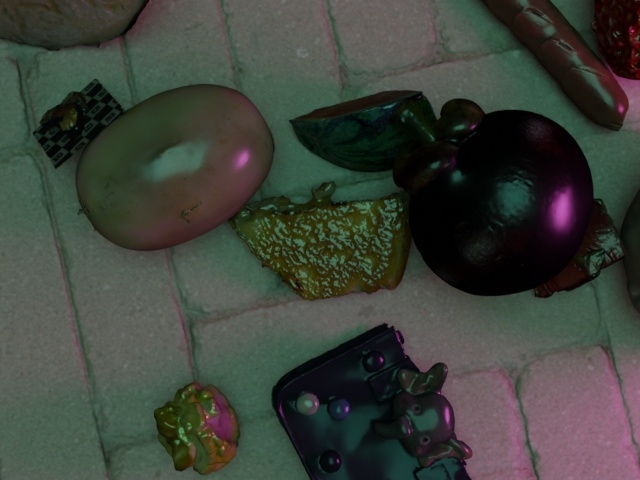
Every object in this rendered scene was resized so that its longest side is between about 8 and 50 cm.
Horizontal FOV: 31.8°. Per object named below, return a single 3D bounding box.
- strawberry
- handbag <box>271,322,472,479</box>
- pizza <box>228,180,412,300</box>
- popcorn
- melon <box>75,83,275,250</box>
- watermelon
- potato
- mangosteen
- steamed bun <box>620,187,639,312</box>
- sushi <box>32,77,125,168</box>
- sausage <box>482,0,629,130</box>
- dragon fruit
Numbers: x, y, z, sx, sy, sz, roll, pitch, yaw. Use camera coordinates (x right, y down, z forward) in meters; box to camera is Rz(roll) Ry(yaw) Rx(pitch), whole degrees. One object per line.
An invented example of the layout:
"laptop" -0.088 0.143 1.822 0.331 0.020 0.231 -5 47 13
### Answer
"strawberry" 0.534 -0.341 1.782 0.234 0.234 0.177 3 109 -2
"handbag" 0.102 0.311 1.756 0.269 0.118 0.325 -28 90 -4
"pizza" 0.000 0.000 1.791 0.297 0.071 0.189 -2 99 1
"popcorn" -0.188 0.293 1.733 0.126 0.145 0.125 -23 53 -8
"melon" -0.225 -0.110 1.715 0.317 0.223 0.223 -29 88 -4
"watermelon" 0.078 -0.175 1.766 0.231 0.146 0.128 -15 87 -5
"potato" -0.389 -0.502 1.761 0.397 0.290 0.295 -15 52 33
"mangosteen" 0.254 -0.064 1.677 0.313 0.297 0.296 25 84 -44
"steamed bun" 0.597 0.025 1.717 0.236 0.247 0.383 -20 92 -10
"sushi" -0.384 -0.193 1.731 0.139 0.201 0.031 -42 123 -4
"sausage" 0.351 -0.349 1.822 0.088 0.088 0.433 -42 89 -4
"dragon fruit" 0.392 0.010 1.782 0.161 0.120 0.127 -33 83 0
